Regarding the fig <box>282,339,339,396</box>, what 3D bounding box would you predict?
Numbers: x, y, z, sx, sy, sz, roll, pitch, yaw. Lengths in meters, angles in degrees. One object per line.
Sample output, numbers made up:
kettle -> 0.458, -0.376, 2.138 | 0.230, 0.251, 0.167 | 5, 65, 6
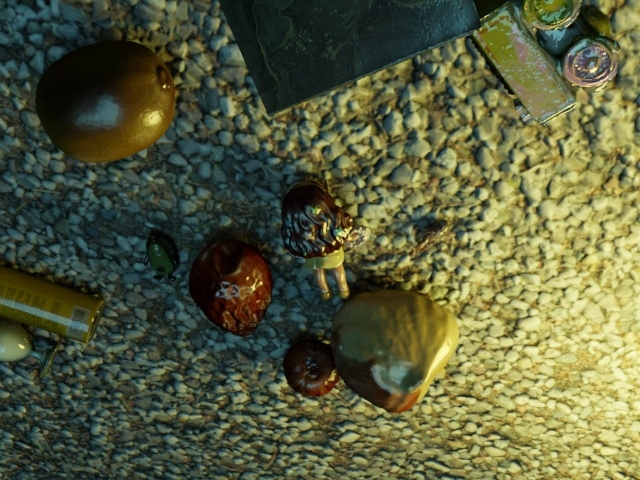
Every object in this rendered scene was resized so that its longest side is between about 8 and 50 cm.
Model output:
fig -> -0.009, 0.282, 1.717 | 0.128, 0.128, 0.150 | -27, 145, 26

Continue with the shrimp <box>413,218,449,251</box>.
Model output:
shrimp -> 0.207, -0.005, 1.508 | 0.029, 0.038, 0.092 | 54, 130, 23

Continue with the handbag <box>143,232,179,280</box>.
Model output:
handbag -> -0.329, 0.029, 1.619 | 0.072, 0.047, 0.111 | -2, 129, 10

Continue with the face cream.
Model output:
face cream -> -0.653, 0.121, 1.709 | 0.348, 0.105, 0.105 | 19, 128, -5

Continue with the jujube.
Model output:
jujube -> -0.177, 0.104, 1.594 | 0.168, 0.168, 0.236 | 4, 142, 7

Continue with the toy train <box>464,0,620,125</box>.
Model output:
toy train -> 0.334, -0.309, 1.194 | 0.177, 0.134, 0.261 | -30, 116, 28

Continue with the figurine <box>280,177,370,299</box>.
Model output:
figurine -> -0.001, -0.001, 1.496 | 0.174, 0.116, 0.240 | -9, 125, 17

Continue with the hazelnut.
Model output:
hazelnut -> 0.153, 0.218, 1.561 | 0.261, 0.241, 0.261 | -2, 105, -7

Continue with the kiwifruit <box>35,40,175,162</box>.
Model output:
kiwifruit -> -0.356, -0.237, 1.334 | 0.234, 0.196, 0.196 | -21, 121, 19

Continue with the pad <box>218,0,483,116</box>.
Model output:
pad -> 0.029, -0.362, 1.178 | 0.367, 0.007, 0.248 | -18, 103, 21

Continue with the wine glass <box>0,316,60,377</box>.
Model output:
wine glass -> -0.716, 0.234, 1.806 | 0.222, 0.103, 0.103 | 23, 127, -9

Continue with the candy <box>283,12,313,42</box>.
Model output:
candy -> -0.076, -0.429, 1.226 | 0.083, 0.091, 0.305 | -33, 108, -8
